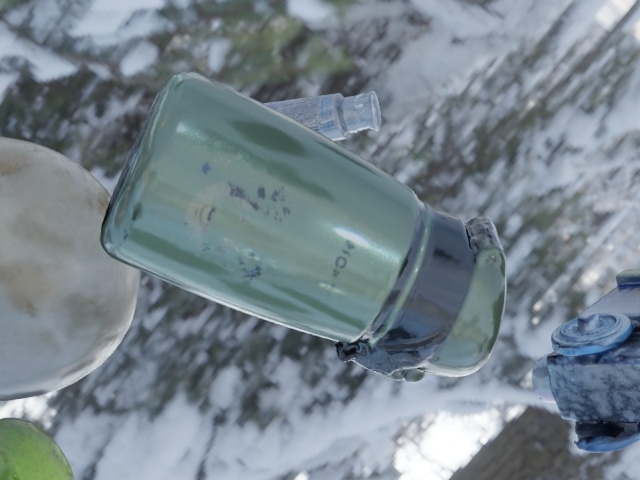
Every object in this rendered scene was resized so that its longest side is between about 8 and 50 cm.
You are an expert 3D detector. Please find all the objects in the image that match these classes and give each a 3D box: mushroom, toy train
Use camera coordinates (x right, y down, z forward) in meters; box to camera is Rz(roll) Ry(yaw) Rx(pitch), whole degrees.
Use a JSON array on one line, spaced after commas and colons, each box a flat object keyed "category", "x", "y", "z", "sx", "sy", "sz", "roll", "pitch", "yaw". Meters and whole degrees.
[{"category": "mushroom", "x": -0.391, "y": 0.016, "z": 1.530, "sx": 0.362, "sy": 0.362, "sz": 0.295, "roll": 32, "pitch": -143, "yaw": -26}, {"category": "toy train", "x": 0.337, "y": 0.092, "z": 1.070, "sx": 0.202, "sy": 0.299, "sz": 0.131, "roll": -27, "pitch": -73, "yaw": -44}]

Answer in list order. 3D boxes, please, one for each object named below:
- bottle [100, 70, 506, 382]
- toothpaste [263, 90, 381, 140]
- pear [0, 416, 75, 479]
[{"category": "bottle", "x": 0.000, "y": 0.002, "z": 1.066, "sx": 0.347, "sy": 0.168, "sz": 0.168, "roll": 25, "pitch": -164, "yaw": -11}, {"category": "toothpaste", "x": -0.042, "y": -0.148, "z": 1.627, "sx": 0.057, "sy": 0.234, "sz": 0.089, "roll": 62, "pitch": -154, "yaw": -53}, {"category": "pear", "x": -0.512, "y": 0.436, "z": 2.022, "sx": 0.342, "sy": 0.318, "sz": 0.238, "roll": 8, "pitch": 177, "yaw": 21}]
